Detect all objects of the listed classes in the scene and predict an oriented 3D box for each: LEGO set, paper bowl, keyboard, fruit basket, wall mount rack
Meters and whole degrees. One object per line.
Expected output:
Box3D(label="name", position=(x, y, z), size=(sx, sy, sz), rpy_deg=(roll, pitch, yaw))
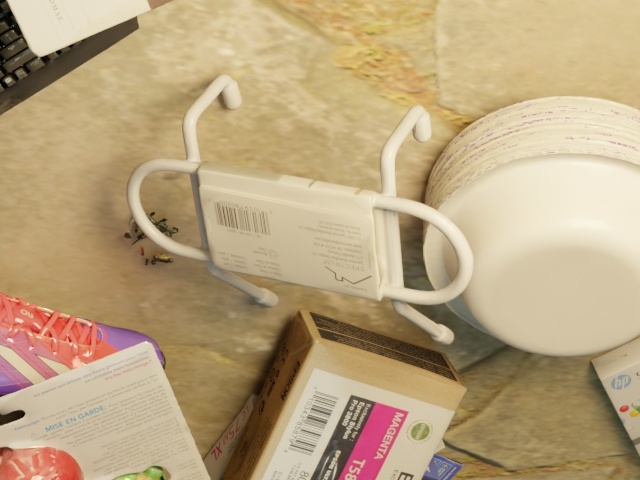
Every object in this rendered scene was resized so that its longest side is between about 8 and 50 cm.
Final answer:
Box3D(label="LEGO set", position=(-0.172, -0.008, 1.409), size=(0.054, 0.023, 0.083), rpy_deg=(7, 141, -9))
Box3D(label="paper bowl", position=(0.244, 0.006, 1.387), size=(0.284, 0.148, 0.284), rpy_deg=(3, 135, 3))
Box3D(label="keyboard", position=(-0.333, -0.183, 1.223), size=(0.317, 0.033, 0.201), rpy_deg=(-30, 128, 11))
Box3D(label="fruit basket", position=(-0.277, 0.276, 1.431), size=(0.327, 0.165, 0.353), rpy_deg=(-21, 123, -4))
Box3D(label="wall mount rack", position=(0.000, 0.000, 1.330), size=(0.350, 0.130, 0.304), rpy_deg=(12, 131, 23))

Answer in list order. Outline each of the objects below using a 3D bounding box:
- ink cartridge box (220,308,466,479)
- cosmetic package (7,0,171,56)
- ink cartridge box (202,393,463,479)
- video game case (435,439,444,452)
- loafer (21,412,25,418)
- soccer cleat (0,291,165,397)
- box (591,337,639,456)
Box3D(label="ink cartridge box", position=(0.023, 0.216, 1.528), size=(0.193, 0.088, 0.234), rpy_deg=(18, 106, -20))
Box3D(label="cosmetic package", position=(-0.179, -0.267, 1.089), size=(0.184, 0.151, 0.151), rpy_deg=(-24, 125, -4))
Box3D(label="ink cartridge box", position=(0.007, 0.304, 1.677), size=(0.311, 0.065, 0.185), rpy_deg=(20, 122, -28))
Box3D(label="video game case", position=(0.087, 0.212, 1.609), size=(0.087, 0.011, 0.122), rpy_deg=(-29, 113, -13))
Box3D(label="loafer", position=(-0.322, 0.260, 1.547), size=(0.084, 0.096, 0.267), rpy_deg=(27, 117, -36))
Box3D(label="soccer cleat", position=(-0.307, 0.104, 1.406), size=(0.318, 0.108, 0.116), rpy_deg=(1, 118, -22))
Box3D(label="box", position=(0.428, 0.181, 1.686), size=(0.145, 0.038, 0.186), rpy_deg=(-26, 128, 8))
